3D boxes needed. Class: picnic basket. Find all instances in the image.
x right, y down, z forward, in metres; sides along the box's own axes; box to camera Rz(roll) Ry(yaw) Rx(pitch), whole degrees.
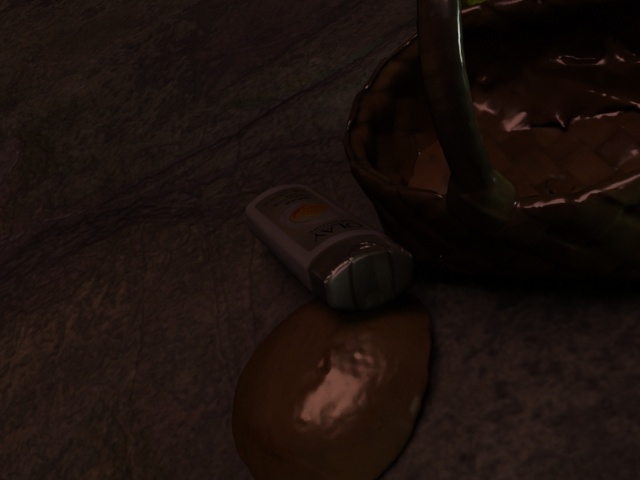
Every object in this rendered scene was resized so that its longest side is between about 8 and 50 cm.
[{"bbox_3d":[0.159,-0.144,0.632,0.337,0.337,0.293,1,52,32],"label":"picnic basket"}]

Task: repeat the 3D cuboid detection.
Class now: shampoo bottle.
[{"bbox_3d":[0.000,0.000,0.737,0.086,0.056,0.227,-17,23,-16],"label":"shampoo bottle"}]

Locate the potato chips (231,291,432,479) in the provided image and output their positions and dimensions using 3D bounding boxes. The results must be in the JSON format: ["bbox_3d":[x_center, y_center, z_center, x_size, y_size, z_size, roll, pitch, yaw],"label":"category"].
[{"bbox_3d":[0.005,0.111,0.670,0.208,0.062,0.195,-38,40,-4],"label":"potato chips"}]

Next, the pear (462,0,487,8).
[{"bbox_3d":[0.165,-0.328,0.961,0.107,0.107,0.131,-9,43,23],"label":"pear"}]
